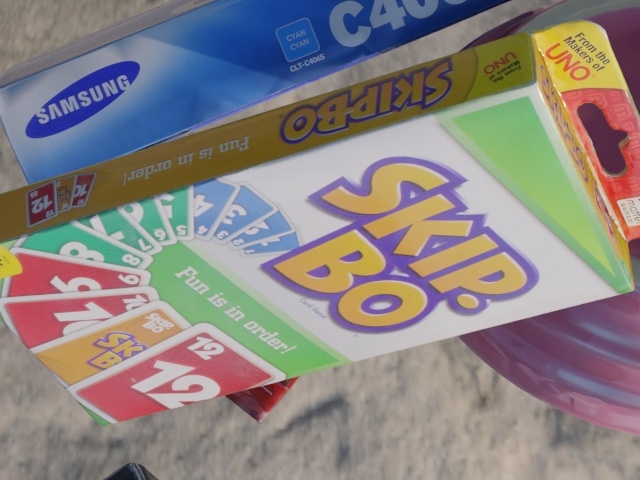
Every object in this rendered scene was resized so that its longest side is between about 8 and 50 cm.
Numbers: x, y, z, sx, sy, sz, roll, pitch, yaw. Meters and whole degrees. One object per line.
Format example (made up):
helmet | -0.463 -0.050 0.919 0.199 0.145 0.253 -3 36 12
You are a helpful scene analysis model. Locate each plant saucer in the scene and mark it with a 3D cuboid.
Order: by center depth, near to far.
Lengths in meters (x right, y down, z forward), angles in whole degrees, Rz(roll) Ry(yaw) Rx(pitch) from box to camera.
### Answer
plant saucer | 0.213 -0.039 1.029 0.332 0.332 0.084 1 143 -5

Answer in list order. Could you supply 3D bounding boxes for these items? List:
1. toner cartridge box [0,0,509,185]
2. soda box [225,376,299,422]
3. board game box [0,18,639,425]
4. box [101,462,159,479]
toner cartridge box | -0.042 -0.142 1.157 0.348 0.165 0.075 -22 102 -1
soda box | -0.124 0.046 1.573 0.263 0.083 0.092 37 147 2
board game box | 0.000 0.000 0.659 0.259 0.039 0.124 -18 136 16
box | -0.113 0.320 0.802 0.296 0.294 0.183 -35 140 5
